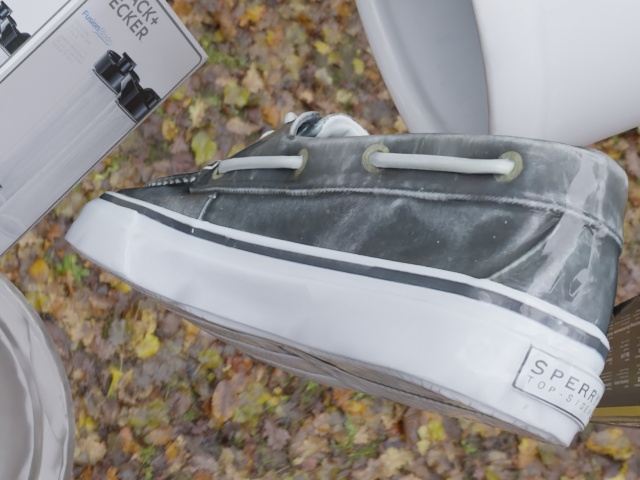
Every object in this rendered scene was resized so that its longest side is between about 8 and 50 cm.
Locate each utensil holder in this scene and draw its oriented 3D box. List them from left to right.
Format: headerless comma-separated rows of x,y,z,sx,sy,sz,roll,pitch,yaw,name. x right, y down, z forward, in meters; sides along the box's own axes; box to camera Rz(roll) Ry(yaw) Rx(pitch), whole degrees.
0.232,-0.250,0.697,0.386,0.327,0.327,-21,76,-6,utensil holder

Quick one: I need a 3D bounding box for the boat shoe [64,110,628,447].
0.000,0.000,0.452,0.121,0.335,0.119,36,73,-41,boat shoe

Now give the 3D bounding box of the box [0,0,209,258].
-0.253,-0.123,0.810,0.290,0.169,0.087,-44,63,-4,box

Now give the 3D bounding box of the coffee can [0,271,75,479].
-0.267,0.124,0.497,0.202,0.275,0.201,12,65,-27,coffee can

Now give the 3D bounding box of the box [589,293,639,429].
0.298,0.079,0.522,0.257,0.322,0.079,4,80,4,box
